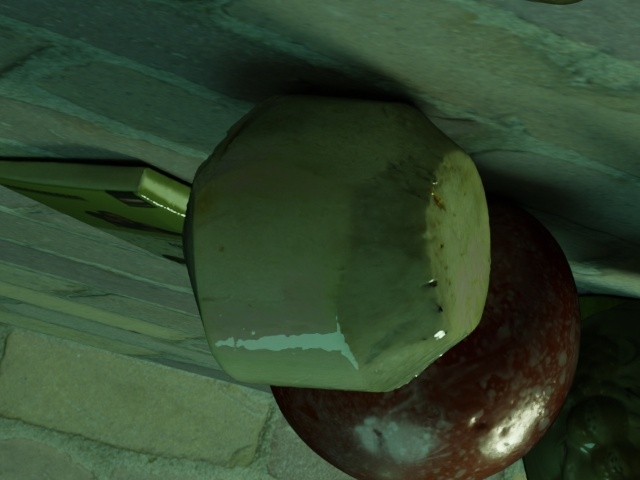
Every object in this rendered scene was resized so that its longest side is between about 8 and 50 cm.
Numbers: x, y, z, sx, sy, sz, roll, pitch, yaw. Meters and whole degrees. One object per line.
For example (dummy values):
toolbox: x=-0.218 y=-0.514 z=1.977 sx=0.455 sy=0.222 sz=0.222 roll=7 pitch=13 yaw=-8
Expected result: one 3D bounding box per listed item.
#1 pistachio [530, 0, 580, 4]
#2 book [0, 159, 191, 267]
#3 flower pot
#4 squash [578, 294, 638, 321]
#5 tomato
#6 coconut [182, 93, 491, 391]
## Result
pistachio: x=0.070 y=-0.159 z=0.657 sx=0.124 sy=0.124 sz=0.185 roll=3 pitch=162 yaw=38
book: x=-0.158 y=-0.016 z=1.844 sx=0.239 sy=0.035 sz=0.352 roll=6 pitch=168 yaw=37
flower pot: x=0.350 y=0.164 z=1.564 sx=0.307 sy=0.307 sz=0.244 roll=18 pitch=140 yaw=-29
squash: x=0.358 y=0.122 z=1.820 sx=0.192 sy=0.184 sz=0.085 roll=14 pitch=130 yaw=-22
tomato: x=0.087 y=0.090 z=1.495 sx=0.270 sy=0.270 sz=0.227 roll=6 pitch=131 yaw=28
coconut: x=-0.001 y=0.003 z=1.299 sx=0.241 sy=0.241 sz=0.241 roll=11 pitch=169 yaw=2
